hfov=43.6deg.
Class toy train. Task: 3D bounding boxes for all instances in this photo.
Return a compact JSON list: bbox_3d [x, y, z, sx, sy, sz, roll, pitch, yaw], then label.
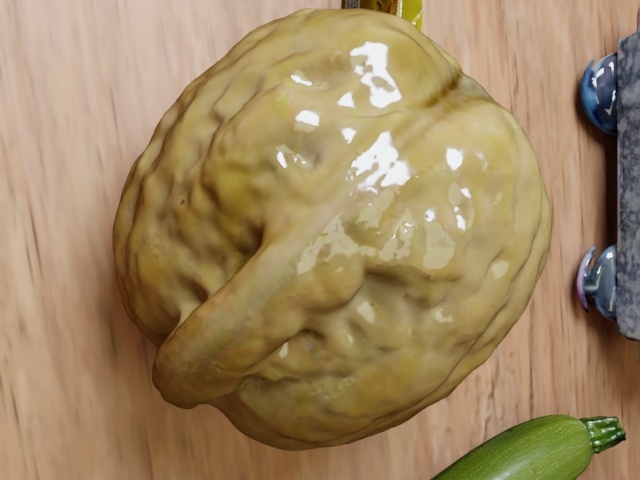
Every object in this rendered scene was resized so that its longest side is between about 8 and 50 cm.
[{"bbox_3d":[0.326,-0.042,0.663,0.201,0.131,0.300,-5,98,-27],"label":"toy train"}]

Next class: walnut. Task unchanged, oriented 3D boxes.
[{"bbox_3d":[0.000,0.000,0.467,0.257,0.257,0.224,-43,87,-15],"label":"walnut"}]

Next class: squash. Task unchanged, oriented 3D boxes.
[{"bbox_3d":[0.133,0.198,0.632,0.252,0.066,0.066,-28,106,-21],"label":"squash"}]

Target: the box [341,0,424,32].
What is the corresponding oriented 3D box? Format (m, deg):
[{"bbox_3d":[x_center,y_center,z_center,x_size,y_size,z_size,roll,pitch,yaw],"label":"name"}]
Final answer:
[{"bbox_3d":[0.042,-0.190,0.538,0.022,0.089,0.157,1,93,-23],"label":"box"}]
